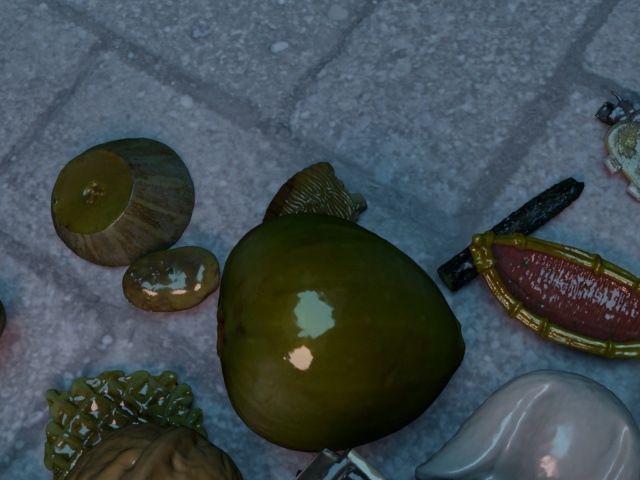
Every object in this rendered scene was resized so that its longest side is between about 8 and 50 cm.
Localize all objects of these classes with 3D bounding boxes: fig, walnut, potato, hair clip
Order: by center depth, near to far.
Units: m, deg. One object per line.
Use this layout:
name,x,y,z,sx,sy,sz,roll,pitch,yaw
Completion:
walnut,-0.199,0.327,1.124,0.225,0.224,0.261,18,43,12
fig,0.028,0.116,1.213,0.316,0.316,0.316,-2,65,4
potato,-0.207,0.055,1.367,0.138,0.070,0.091,-7,64,0
hair clip,0.473,-0.140,1.411,0.146,0.056,0.187,-39,71,-5

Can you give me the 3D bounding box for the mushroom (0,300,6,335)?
mushroom,-0.588,0.082,1.363,0.344,0.130,0.247,24,54,13

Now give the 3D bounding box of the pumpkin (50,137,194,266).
pumpkin,-0.300,-0.073,1.419,0.218,0.110,0.217,-2,71,6

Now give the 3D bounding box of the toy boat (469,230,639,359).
toy boat,0.345,0.075,1.301,0.318,0.099,0.141,23,73,11

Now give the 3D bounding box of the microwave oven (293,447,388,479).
microwave oven,-0.021,0.456,1.033,0.247,0.333,0.394,38,74,24

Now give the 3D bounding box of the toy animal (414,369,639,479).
toy animal,0.270,0.282,1.154,0.272,0.206,0.265,30,75,19

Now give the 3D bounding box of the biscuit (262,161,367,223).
biscuit,0.000,0.000,1.397,0.176,0.031,0.228,-27,66,-6

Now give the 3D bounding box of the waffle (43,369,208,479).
waffle,-0.255,0.267,1.282,0.214,0.054,0.207,-12,64,-5

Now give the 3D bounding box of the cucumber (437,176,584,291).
cucumber,0.273,-0.016,1.375,0.257,0.044,0.043,-35,78,-13
